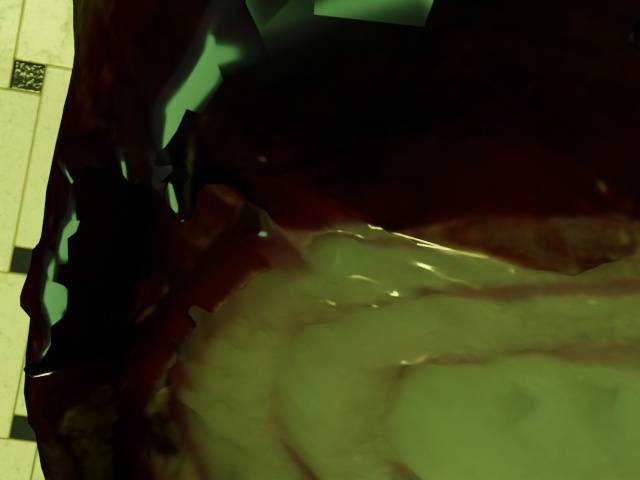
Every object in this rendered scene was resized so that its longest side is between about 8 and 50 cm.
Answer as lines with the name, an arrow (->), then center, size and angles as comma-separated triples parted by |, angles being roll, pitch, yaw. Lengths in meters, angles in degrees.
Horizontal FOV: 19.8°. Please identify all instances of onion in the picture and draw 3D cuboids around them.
onion -> 0.086, -0.028, 0.499 | 0.341, 0.341, 0.341 | -179, 90, -81
